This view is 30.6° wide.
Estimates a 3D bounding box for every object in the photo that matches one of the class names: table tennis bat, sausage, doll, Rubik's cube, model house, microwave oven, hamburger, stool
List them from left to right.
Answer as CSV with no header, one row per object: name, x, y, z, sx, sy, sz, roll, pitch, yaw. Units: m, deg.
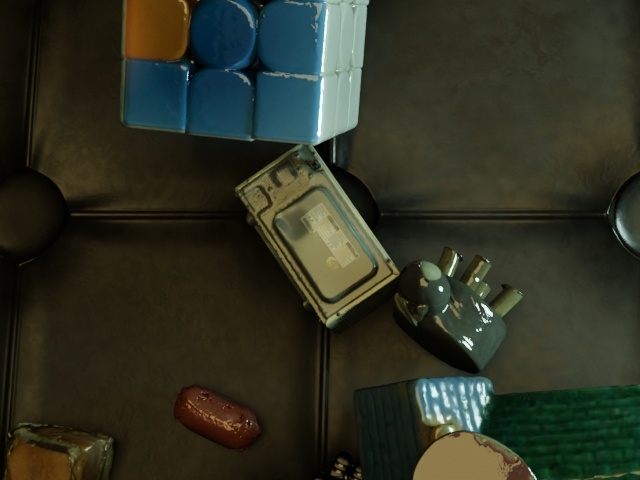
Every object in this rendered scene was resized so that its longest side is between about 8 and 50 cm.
hamburger,-0.396,0.380,1.749,0.155,0.135,0.208,4,95,25
sausage,-0.155,0.264,1.744,0.141,0.076,0.076,24,84,9
Rubik's cube,-0.100,-0.303,1.686,0.291,0.291,0.291,6,102,13
microwave oven,0.000,0.000,1.710,0.145,0.194,0.241,-35,78,5
doll,0.014,0.400,1.679,0.091,0.067,0.219,23,110,6
stool,0.194,0.091,1.652,0.153,0.228,0.139,32,77,18
table tennis bat,0.216,0.319,1.378,0.234,0.022,0.131,33,85,2
model house,0.250,0.341,1.534,0.382,0.342,0.335,-8,78,7
